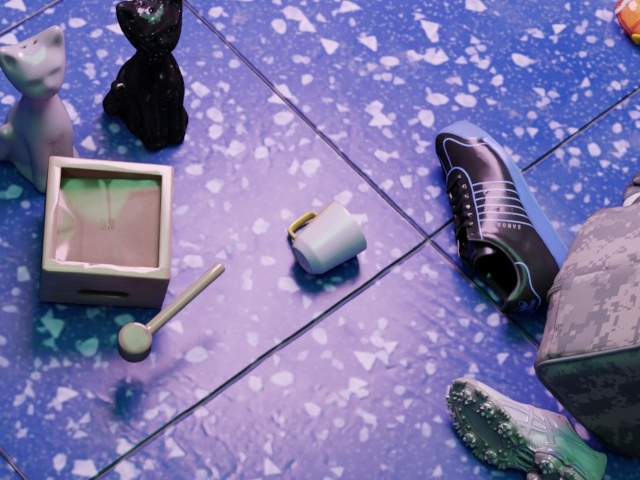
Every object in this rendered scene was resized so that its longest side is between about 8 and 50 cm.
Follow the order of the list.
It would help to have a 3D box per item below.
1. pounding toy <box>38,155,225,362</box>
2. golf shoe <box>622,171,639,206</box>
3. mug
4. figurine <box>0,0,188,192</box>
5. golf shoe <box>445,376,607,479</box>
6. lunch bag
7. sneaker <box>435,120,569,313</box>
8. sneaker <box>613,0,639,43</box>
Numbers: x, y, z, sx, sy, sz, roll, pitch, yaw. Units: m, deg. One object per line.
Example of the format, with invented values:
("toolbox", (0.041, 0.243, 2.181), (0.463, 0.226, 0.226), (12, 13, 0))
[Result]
("pounding toy", (-0.191, 0.033, 1.848), (0.181, 0.094, 0.206), (4, 66, -10))
("golf shoe", (0.418, -0.009, 1.962), (0.198, 0.077, 0.094), (13, 67, 10))
("mug", (0.003, 0.003, 1.915), (0.064, 0.078, 0.062), (-37, 100, -17))
("figurine", (-0.237, -0.165, 1.896), (0.215, 0.209, 0.092), (-23, 62, -20))
("golf shoe", (0.205, 0.192, 1.815), (0.176, 0.069, 0.086), (41, 41, 15))
("lunch bag", (0.386, 0.050, 1.771), (0.212, 0.305, 0.256), (41, 49, -34))
("sneaker", (0.174, -0.026, 1.930), (0.090, 0.081, 0.232), (-21, 63, -27))
("sneaker", (0.423, -0.280, 2.150), (0.175, 0.064, 0.067), (-28, 84, -17))
